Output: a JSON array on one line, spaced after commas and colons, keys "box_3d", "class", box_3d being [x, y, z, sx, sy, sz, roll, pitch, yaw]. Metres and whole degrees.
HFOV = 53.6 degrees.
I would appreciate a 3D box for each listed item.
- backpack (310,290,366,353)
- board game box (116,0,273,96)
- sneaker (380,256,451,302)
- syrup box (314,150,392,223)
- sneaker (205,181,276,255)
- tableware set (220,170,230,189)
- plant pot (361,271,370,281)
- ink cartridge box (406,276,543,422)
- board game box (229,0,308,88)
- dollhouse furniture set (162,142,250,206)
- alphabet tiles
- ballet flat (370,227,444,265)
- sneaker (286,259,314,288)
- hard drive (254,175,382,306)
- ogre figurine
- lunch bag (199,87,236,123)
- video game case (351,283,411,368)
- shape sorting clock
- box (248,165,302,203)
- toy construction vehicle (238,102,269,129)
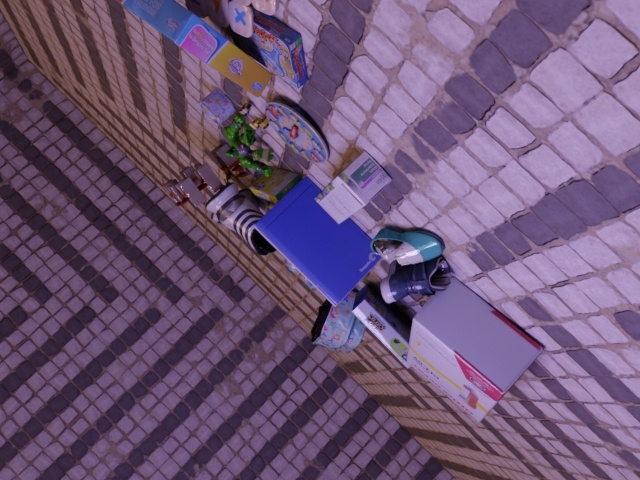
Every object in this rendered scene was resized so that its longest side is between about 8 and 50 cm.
[{"box_3d": [0.075, 0.287, 2.301, 0.191, 0.225, 0.253, 21, 156, 4], "class": "backpack"}, {"box_3d": [-0.268, -0.432, 1.325, 0.242, 0.064, 0.316, 39, -171, 22], "class": "board game box"}, {"box_3d": [0.253, 0.084, 1.603, 0.086, 0.163, 0.226, 66, -159, -10], "class": "sneaker"}, {"box_3d": [0.073, -0.122, 1.517, 0.096, 0.093, 0.237, 46, 164, -2], "class": "syrup box"}, {"box_3d": [-0.247, -0.045, 2.211, 0.257, 0.169, 0.447, 48, -179, 3], "class": "sneaker"}, {"box_3d": [-0.352, -0.199, 2.320, 0.024, 0.154, 0.104, -1, 157, 4], "class": "tableware set"}, {"box_3d": [0.113, 0.073, 1.949, 0.083, 0.083, 0.079, 36, 150, 27], "class": "plant pot"}, {"box_3d": [0.386, 0.303, 1.674, 0.279, 0.160, 0.384, 39, 164, 21], "class": "ink cartridge box"}, {"box_3d": [-0.116, -0.423, 1.342, 0.201, 0.035, 0.136, 38, 163, 22], "class": "board game box"}, {"box_3d": [-0.382, -0.199, 2.141, 0.135, 0.259, 0.262, 54, 162, -19], "class": "dollhouse furniture set"}, {"box_3d": [-0.194, -0.525, 1.173, 0.284, 0.021, 0.278, 28, 145, 19], "class": "alphabet tiles"}, {"box_3d": [0.205, 0.023, 1.562, 0.083, 0.087, 0.247, 52, 162, -22], "class": "ballet flat"}, {"box_3d": [-0.057, 0.029, 2.107, 0.135, 0.150, 0.366, 25, 154, 48], "class": "sneaker"}, {"box_3d": [0.000, 0.000, 1.783, 0.319, 0.210, 0.040, 44, 163, 2], "class": "hard drive"}, {"box_3d": [-0.219, -0.277, 1.853, 0.118, 0.096, 0.197, 7, 152, 48], "class": "ogre figurine"}, {"box_3d": [-0.296, -0.381, 1.821, 0.083, 0.071, 0.053, 44, 163, 0], "class": "lunch bag"}, {"box_3d": [0.209, 0.264, 2.014, 0.244, 0.061, 0.269, 46, -172, 0], "class": "video game case"}, {"box_3d": [-0.062, -0.267, 1.585, 0.206, 0.040, 0.206, 41, 164, 15], "class": "shape sorting clock"}, {"box_3d": [-0.140, -0.168, 1.904, 0.179, 0.105, 0.043, 25, 154, 51], "class": "box"}, {"box_3d": [-0.180, -0.339, 1.724, 0.086, 0.035, 0.098, 38, 169, -17], "class": "toy construction vehicle"}]
